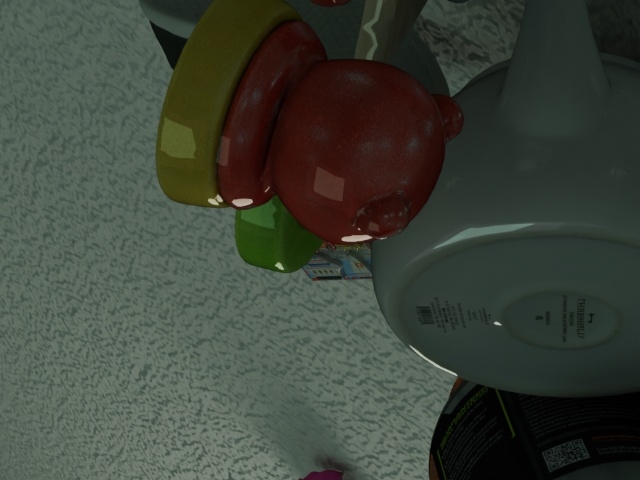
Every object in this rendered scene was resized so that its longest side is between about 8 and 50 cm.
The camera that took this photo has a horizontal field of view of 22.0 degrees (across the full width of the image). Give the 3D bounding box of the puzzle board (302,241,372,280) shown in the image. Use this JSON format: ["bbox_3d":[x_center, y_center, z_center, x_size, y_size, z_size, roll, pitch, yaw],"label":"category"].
[{"bbox_3d":[0.000,0.000,1.456,0.096,0.011,0.128,53,153,-20],"label":"puzzle board"}]

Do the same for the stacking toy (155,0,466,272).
[{"bbox_3d":[0.050,-0.105,0.939,0.130,0.309,0.279,22,162,16],"label":"stacking toy"}]

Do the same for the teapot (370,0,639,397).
[{"bbox_3d":[0.153,-0.028,1.022,0.252,0.187,0.256,24,144,-26],"label":"teapot"}]

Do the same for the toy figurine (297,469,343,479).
[{"bbox_3d":[0.019,0.327,1.832,0.173,0.130,0.159,11,136,12],"label":"toy figurine"}]

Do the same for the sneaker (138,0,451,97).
[{"bbox_3d":[-0.006,-0.104,1.214,0.295,0.104,0.147,30,153,37],"label":"sneaker"}]

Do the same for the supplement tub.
[{"bbox_3d":[0.177,0.187,1.113,0.193,0.193,0.316,52,-171,-18],"label":"supplement tub"}]
